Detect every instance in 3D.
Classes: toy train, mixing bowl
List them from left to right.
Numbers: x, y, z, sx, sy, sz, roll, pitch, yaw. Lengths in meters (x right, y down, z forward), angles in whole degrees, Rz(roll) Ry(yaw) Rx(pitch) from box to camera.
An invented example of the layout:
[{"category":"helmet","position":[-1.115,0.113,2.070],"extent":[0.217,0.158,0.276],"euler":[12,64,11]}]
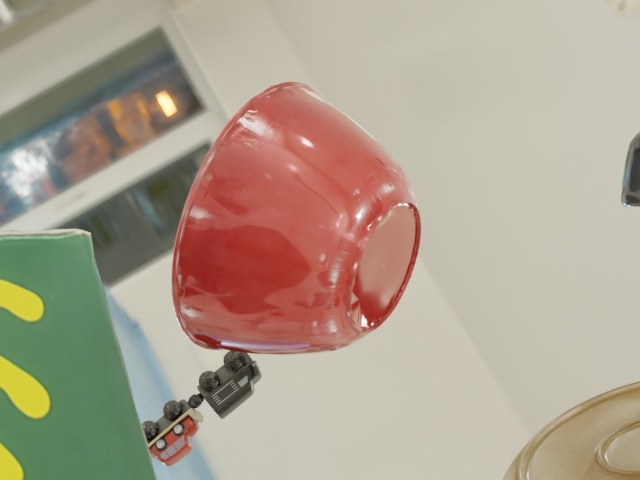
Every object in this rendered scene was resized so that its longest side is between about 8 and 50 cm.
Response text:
[{"category":"toy train","position":[-0.104,0.136,0.952],"extent":[0.036,0.158,0.027],"euler":[50,-3,16]},{"category":"mixing bowl","position":[0.000,0.000,0.859],"extent":[0.098,0.181,0.181],"euler":[20,-21,25]}]

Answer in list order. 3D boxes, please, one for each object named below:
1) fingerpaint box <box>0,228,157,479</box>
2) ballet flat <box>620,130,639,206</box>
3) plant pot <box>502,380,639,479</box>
[{"category":"fingerpaint box","position":[-0.196,0.253,0.471],"extent":[0.163,0.445,0.371],"euler":[-4,68,-42]},{"category":"ballet flat","position":[0.259,0.003,0.784],"extent":[0.203,0.074,0.074],"euler":[32,-12,21]},{"category":"plant pot","position":[0.226,0.147,0.923],"extent":[0.236,0.236,0.032],"euler":[-122,-169,-73]}]
